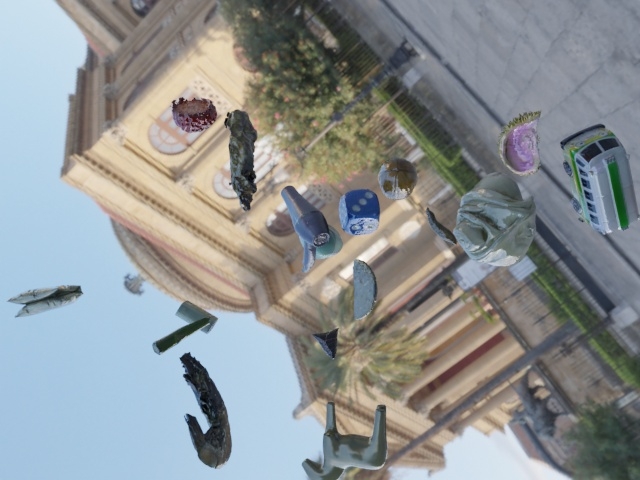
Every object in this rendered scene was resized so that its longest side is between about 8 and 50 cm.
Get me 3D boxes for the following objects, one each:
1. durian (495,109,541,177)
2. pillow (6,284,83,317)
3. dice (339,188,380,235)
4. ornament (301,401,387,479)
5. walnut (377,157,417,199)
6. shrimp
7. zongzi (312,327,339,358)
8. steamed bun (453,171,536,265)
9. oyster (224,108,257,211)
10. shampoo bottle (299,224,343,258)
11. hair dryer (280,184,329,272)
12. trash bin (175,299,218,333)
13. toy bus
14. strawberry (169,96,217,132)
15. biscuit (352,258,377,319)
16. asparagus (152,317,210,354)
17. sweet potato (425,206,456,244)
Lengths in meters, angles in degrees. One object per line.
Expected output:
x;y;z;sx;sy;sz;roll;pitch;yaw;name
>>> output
0.633;-0.310;1.771;0.182;0.165;0.132;44;175;-41;durian
-0.829;0.177;1.724;0.134;0.181;0.078;-4;-100;-80;pillow
0.157;-0.110;2.246;0.143;0.146;0.146;100;163;-56;dice
0.062;0.553;1.499;0.061;0.230;0.245;-17;-72;-77;ornament
0.313;-0.250;2.295;0.167;0.167;0.207;52;178;12;walnut
-0.352;0.519;1.702;0.233;0.071;0.365;-72;-37;-72;shrimp
0.029;0.275;1.578;0.083;0.073;0.067;56;-175;-14;zongzi
0.623;-0.065;2.096;0.219;0.324;0.310;-12;-134;-27;steamed bun
-0.221;-0.245;1.680;0.128;0.078;0.345;37;-139;-56;oyster
0.000;0.000;2.662;0.222;0.151;0.349;27;-173;-1;shampoo bottle
-0.068;-0.009;2.201;0.301;0.121;0.361;55;153;40;hair dryer
-0.431;0.267;1.974;0.130;0.059;0.116;31;178;-2;trash bin
0.853;-0.178;1.717;0.179;0.143;0.305;-101;-15;-62;toy bus
-0.391;-0.388;1.752;0.086;0.145;0.145;80;168;-45;strawberry
0.183;0.198;2.298;0.032;0.133;0.250;3;-97;-40;biscuit
-0.403;0.271;1.644;0.178;0.045;0.041;-31;-80;-32;asparagus
0.382;-0.041;1.817;0.153;0.038;0.041;52;-143;9;sweet potato
